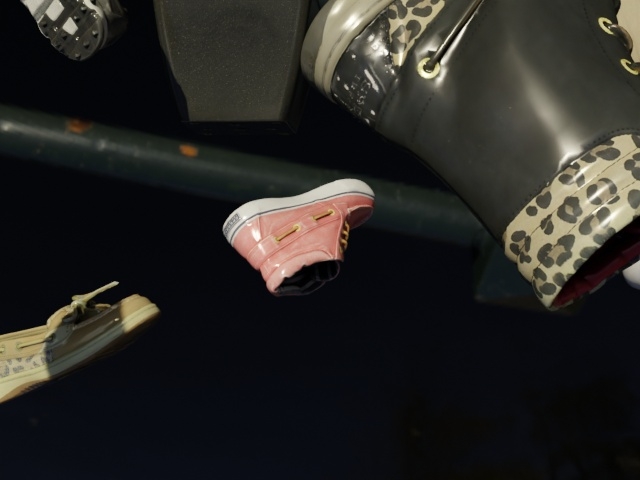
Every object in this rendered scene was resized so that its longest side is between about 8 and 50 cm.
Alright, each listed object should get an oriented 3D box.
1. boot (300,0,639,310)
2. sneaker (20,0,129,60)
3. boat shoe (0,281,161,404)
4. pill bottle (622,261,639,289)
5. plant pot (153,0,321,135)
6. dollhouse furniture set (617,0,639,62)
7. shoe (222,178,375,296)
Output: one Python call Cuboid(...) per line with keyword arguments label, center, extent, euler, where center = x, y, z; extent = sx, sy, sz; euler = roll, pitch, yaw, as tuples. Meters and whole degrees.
Cuboid(label="boot", center=(0.132, -0.092, 0.524), extent=(0.236, 0.178, 0.085), euler=(-35, 155, -9))
Cuboid(label="sneaker", center=(-0.283, -0.284, 1.166), extent=(0.234, 0.106, 0.078), euler=(49, 118, 4))
Cuboid(label="boat shoe", center=(-0.313, 0.117, 1.317), extent=(0.285, 0.104, 0.089), euler=(-25, 86, 22))
Cuboid(label="pill bottle", center=(0.565, 0.022, 1.442), extent=(0.323, 0.181, 0.181), euler=(19, 138, 19))
Cuboid(label="plant pot", center=(-0.097, -0.216, 1.376), extent=(0.187, 0.167, 0.188), euler=(1, 179, 4))
Cuboid(label="dollhouse furniture set", center=(0.328, -0.202, 0.915), extent=(0.303, 0.198, 0.286), euler=(-24, 98, -1))
Cuboid(label="shoe", center=(0.000, 0.000, 1.011), extent=(0.178, 0.081, 0.063), euler=(-13, 148, -46))
